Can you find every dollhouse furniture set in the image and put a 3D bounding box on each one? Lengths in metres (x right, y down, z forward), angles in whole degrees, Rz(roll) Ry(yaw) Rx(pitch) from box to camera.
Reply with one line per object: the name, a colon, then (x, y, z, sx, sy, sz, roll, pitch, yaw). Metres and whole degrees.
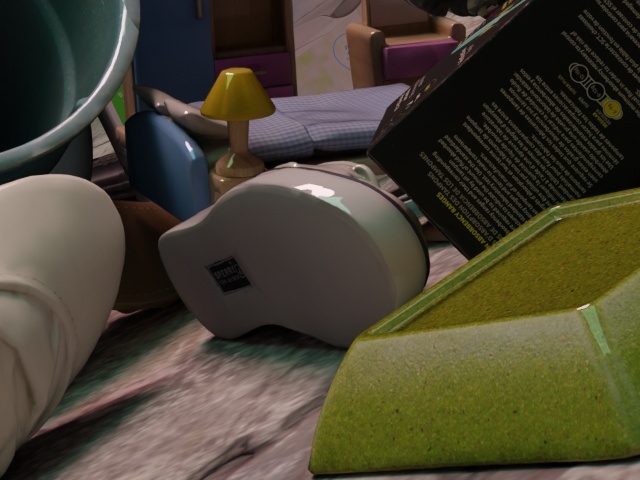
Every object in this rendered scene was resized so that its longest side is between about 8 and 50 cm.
dollhouse furniture set: (0.008, -0.145, 1.268, 0.286, 0.198, 0.303, -8, 17, -19)

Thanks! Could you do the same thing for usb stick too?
usb stick: (-0.194, -0.065, 1.920, 0.077, 0.045, 0.278, -39, 16, -30)

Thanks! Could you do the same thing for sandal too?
sandal: (-0.111, 0.017, 1.282, 0.240, 0.088, 0.079, -25, -24, -47)

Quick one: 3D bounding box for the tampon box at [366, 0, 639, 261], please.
tampon box: (0.117, -0.068, 0.914, 0.161, 0.101, 0.120, -42, 5, 14)

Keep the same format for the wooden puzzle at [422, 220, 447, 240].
wooden puzzle: (0.097, -0.021, 1.085, 0.079, 0.014, 0.116, -30, 12, -28)

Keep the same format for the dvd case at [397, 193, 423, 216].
dvd case: (0.083, -0.034, 1.127, 0.119, 0.013, 0.087, -24, 3, -38)

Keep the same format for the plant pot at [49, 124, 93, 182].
plant pot: (-0.311, -0.059, 1.642, 0.290, 0.290, 0.195, -23, -26, 9)

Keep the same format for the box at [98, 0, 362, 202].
box: (-0.070, -0.167, 1.613, 0.262, 0.231, 0.127, -26, 11, -9)

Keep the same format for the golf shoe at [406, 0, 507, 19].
golf shoe: (0.129, -0.198, 1.340, 0.273, 0.120, 0.105, 15, -69, -48)

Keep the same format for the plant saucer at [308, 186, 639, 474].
plant saucer: (0.104, 0.023, 0.748, 0.188, 0.045, 0.188, -32, 13, -37)

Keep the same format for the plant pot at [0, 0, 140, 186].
plant pot: (-0.327, -0.073, 1.276, 0.341, 0.341, 0.334, -33, -19, -40)

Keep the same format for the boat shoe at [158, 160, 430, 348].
boat shoe: (0.000, 0.000, 1.002, 0.088, 0.096, 0.267, -33, 4, -22)

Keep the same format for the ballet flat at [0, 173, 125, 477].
ballet flat: (-0.239, 0.109, 0.954, 0.400, 0.139, 0.139, -33, 12, -22)
